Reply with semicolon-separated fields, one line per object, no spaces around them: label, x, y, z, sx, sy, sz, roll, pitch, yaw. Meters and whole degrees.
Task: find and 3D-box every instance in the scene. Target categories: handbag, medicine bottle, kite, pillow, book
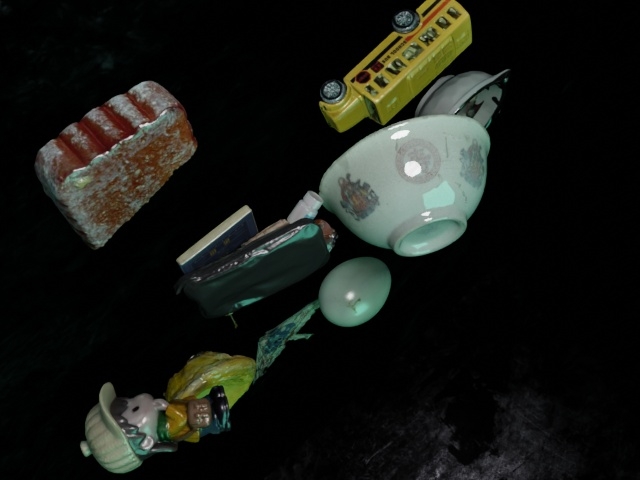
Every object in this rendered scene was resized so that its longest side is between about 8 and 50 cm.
handbag;-0.142;0.065;1.582;0.332;0.075;0.192;-25;151;-4
medicine bottle;-0.035;-0.068;1.705;0.089;0.052;0.052;-54;157;19
kite;-0.108;0.302;2.280;0.406;0.014;0.368;-50;158;10
pillow;-0.119;0.036;1.687;0.126;0.043;0.232;-36;156;-16
book;-0.211;0.048;1.631;0.191;0.025;0.269;-40;158;-15

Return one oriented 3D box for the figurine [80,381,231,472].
figurine;-0.379;0.438;1.702;0.332;0.185;0.205;8;98;-19

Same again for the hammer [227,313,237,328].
hammer;-0.228;0.204;1.899;0.029;0.014;0.123;-31;158;-11

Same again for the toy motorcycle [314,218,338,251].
toy motorcycle;0.000;0.000;1.842;0.118;0.084;0.212;-64;168;11

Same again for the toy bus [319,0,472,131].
toy bus;0.150;-0.342;1.458;0.335;0.123;0.121;-44;158;-4

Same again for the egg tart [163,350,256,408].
egg tart;-0.313;0.394;1.938;0.315;0.120;0.315;-35;155;-20

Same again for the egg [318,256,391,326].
egg;0.106;0.146;2.156;0.264;0.183;0.183;-36;157;-38

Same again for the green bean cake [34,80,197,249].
green bean cake;-0.299;-0.116;1.096;0.232;0.097;0.199;-40;156;-13

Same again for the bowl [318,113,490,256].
bowl;0.227;-0.088;1.731;0.434;0.196;0.435;-13;154;-7

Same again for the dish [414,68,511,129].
dish;0.327;-0.320;1.811;0.303;0.120;0.303;-38;159;-17
